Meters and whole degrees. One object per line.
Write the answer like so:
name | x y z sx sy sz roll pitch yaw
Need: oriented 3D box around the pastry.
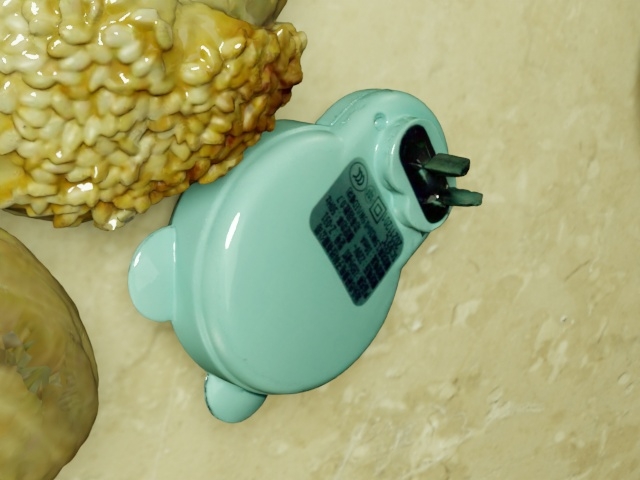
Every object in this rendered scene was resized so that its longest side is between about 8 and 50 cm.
pastry | -0.129 -0.151 0.617 0.284 0.184 0.316 13 102 -39

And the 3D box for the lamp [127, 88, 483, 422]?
lamp | -0.007 -0.004 0.797 0.284 0.147 0.209 -36 129 -9

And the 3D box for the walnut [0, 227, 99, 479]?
walnut | -0.261 0.075 0.603 0.261 0.225 0.225 32 89 -36
